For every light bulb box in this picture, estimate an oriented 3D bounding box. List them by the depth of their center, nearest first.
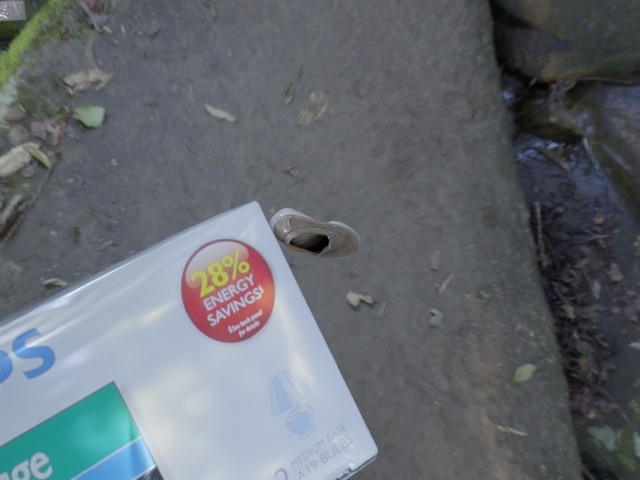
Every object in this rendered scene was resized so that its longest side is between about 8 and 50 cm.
[{"bbox_3d":[-0.215,0.165,0.680,0.357,0.361,0.225,-29,96,-31],"label":"light bulb box"}]

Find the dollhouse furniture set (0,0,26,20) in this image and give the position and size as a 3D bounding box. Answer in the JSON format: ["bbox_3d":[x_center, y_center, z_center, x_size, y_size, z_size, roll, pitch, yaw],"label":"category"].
[{"bbox_3d":[-0.482,-0.350,1.097,0.151,0.144,0.123,-14,112,-33],"label":"dollhouse furniture set"}]

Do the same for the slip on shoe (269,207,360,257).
[{"bbox_3d":[0.000,0.000,0.975,0.135,0.041,0.051,23,116,-46],"label":"slip on shoe"}]
